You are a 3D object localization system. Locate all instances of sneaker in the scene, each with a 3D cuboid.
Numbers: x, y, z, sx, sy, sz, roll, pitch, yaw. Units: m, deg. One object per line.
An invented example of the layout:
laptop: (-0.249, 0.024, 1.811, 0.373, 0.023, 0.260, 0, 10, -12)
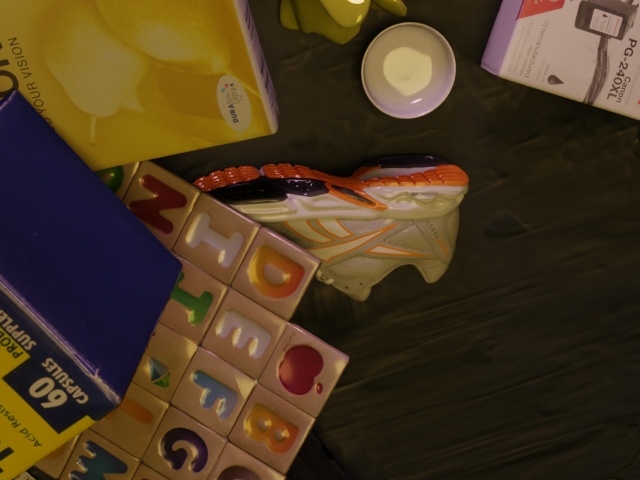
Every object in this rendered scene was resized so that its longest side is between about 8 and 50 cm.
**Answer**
sneaker: (0.000, 0.000, 1.170, 0.262, 0.099, 0.121, -3, 111, -8)

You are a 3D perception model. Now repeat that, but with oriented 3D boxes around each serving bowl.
serving bowl: (0.074, -0.149, 1.171, 0.083, 0.027, 0.083, -3, 106, -9)

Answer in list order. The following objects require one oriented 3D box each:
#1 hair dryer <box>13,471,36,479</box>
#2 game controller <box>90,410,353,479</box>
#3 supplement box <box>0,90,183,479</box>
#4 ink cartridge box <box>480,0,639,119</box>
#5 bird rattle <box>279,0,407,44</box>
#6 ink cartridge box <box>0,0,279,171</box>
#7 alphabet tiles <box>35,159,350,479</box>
hair dryer: (-0.175, 0.278, 1.228, 0.223, 0.080, 0.293, -38, 110, 1)
game controller: (-0.073, 0.221, 1.229, 0.166, 0.067, 0.319, -38, 109, -6)
supplement box: (-0.311, 0.089, 1.026, 0.356, 0.195, 0.194, -35, 108, 24)
ink cartridge box: (0.231, -0.176, 1.172, 0.150, 0.063, 0.109, 15, 103, -13)
bird rattle: (0.026, -0.291, 1.097, 0.207, 0.143, 0.253, -11, 95, -19)
ink cartridge box: (-0.215, -0.183, 0.997, 0.307, 0.072, 0.303, -13, 129, 4)
alphabet tiles: (-0.159, 0.083, 1.129, 0.342, 0.011, 0.285, 30, 103, 9)
